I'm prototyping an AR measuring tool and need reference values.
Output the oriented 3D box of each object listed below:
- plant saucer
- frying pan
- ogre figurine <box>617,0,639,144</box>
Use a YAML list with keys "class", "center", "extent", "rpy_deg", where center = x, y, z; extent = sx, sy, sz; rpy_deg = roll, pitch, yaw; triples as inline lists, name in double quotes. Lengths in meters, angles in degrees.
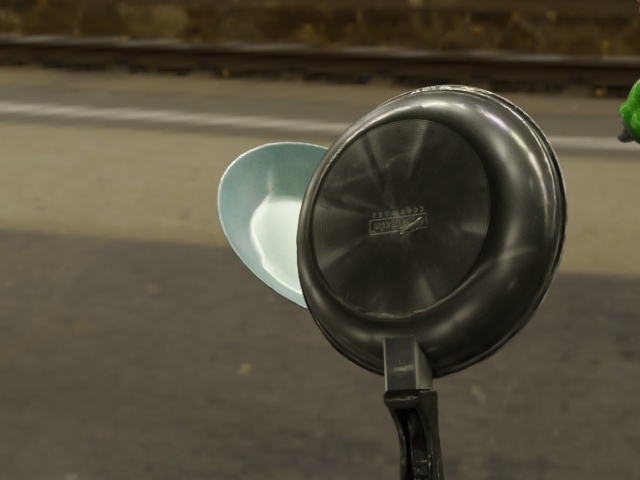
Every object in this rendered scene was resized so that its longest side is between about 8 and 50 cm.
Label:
- class: "plant saucer"
  center: [0.000, 0.000, 1.281]
  extent: [0.195, 0.037, 0.195]
  rpy_deg: [16, 44, -16]
- class: "frying pan"
  center: [0.039, 0.051, 0.982]
  extent: [0.197, 0.326, 0.053]
  rpy_deg: [19, -4, 35]
- class: "ogre figurine"
  center: [0.233, -0.106, 0.847]
  extent: [0.097, 0.197, 0.118]
  rpy_deg: [25, -9, -24]
